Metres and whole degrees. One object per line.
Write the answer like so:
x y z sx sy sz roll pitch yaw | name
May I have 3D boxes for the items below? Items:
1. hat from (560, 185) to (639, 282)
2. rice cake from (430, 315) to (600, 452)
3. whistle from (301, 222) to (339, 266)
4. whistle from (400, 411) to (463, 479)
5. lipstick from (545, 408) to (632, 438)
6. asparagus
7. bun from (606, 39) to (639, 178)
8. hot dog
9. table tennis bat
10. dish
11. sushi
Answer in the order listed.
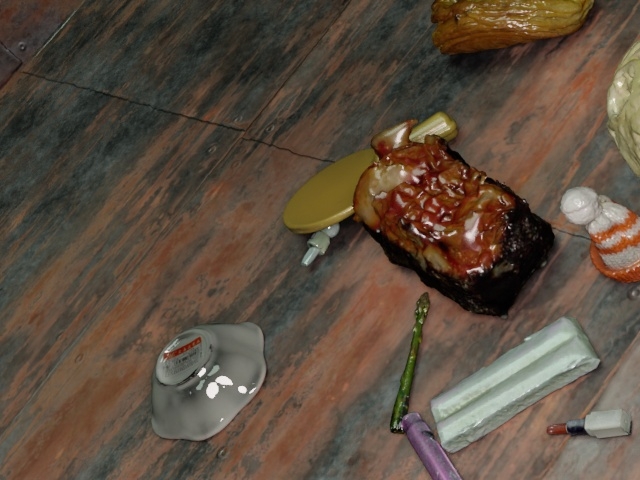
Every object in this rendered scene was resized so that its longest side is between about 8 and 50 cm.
0.364 -0.020 1.498 0.093 0.162 0.112 -52 35 -9 | hat
0.242 0.182 1.502 0.226 0.040 0.085 -34 39 10 | rice cake
0.000 0.000 1.891 0.035 0.035 0.100 11 61 46 | whistle
0.147 0.280 1.495 0.033 0.033 0.176 -38 38 4 | whistle
0.317 0.222 1.413 0.107 0.025 0.025 -14 45 38 | lipstick
0.127 0.163 1.637 0.022 0.023 0.233 18 55 -2 | asparagus
0.449 -0.163 1.514 0.153 0.244 0.244 -2 44 -3 | bun
0.307 -0.387 1.940 0.272 0.122 0.196 -1 46 42 | hot dog
0.077 -0.111 1.905 0.321 0.050 0.198 -31 23 7 | table tennis bat
-0.193 0.198 1.827 0.229 0.081 0.229 -24 40 22 | dish
0.177 -0.043 1.669 0.196 0.182 0.343 -41 40 -11 | sushi
